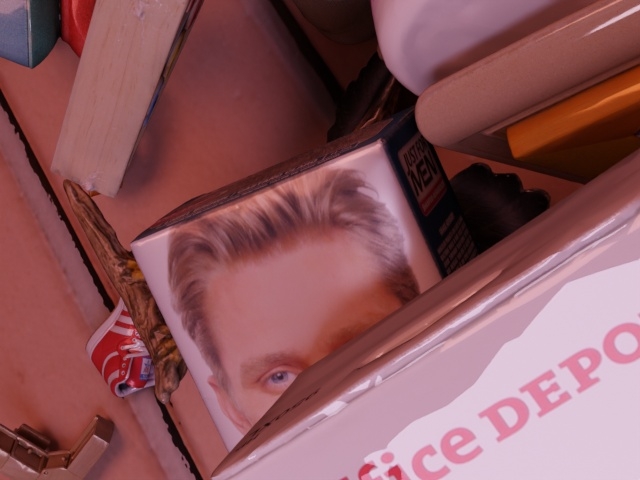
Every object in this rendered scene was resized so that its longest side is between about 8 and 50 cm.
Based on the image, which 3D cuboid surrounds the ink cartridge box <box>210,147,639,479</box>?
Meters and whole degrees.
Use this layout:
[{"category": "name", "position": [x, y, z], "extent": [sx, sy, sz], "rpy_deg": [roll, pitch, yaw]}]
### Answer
[{"category": "ink cartridge box", "position": [0.181, 0.179, 0.777], "extent": [0.285, 0.166, 0.395], "rpy_deg": [-35, 95, 23]}]

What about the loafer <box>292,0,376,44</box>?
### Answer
[{"category": "loafer", "position": [0.059, -0.267, 1.127], "extent": [0.102, 0.092, 0.268], "rpy_deg": [39, 106, 36]}]

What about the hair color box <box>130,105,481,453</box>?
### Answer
[{"category": "hair color box", "position": [0.043, 0.115, 0.943], "extent": [0.174, 0.105, 0.347], "rpy_deg": [-22, 98, 20]}]

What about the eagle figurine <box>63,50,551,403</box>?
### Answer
[{"category": "eagle figurine", "position": [0.001, 0.000, 1.092], "extent": [0.298, 0.225, 0.226], "rpy_deg": [-27, 106, -3]}]

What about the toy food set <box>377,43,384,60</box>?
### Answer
[{"category": "toy food set", "position": [0.132, -0.178, 1.017], "extent": [0.218, 0.071, 0.128], "rpy_deg": [4, 50, 24]}]

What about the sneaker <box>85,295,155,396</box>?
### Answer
[{"category": "sneaker", "position": [-0.142, 0.074, 1.251], "extent": [0.118, 0.042, 0.067], "rpy_deg": [-54, 50, 27]}]

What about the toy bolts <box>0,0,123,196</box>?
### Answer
[{"category": "toy bolts", "position": [-0.236, -0.146, 1.231], "extent": [0.228, 0.159, 0.218], "rpy_deg": [165, 104, -79]}]

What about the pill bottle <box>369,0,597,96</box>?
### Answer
[{"category": "pill bottle", "position": [0.095, -0.240, 0.927], "extent": [0.169, 0.169, 0.301], "rpy_deg": [-29, 54, 30]}]

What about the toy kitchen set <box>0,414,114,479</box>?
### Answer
[{"category": "toy kitchen set", "position": [-0.225, 0.158, 1.289], "extent": [0.075, 0.083, 0.068], "rpy_deg": [-52, 14, 18]}]

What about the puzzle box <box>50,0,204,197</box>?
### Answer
[{"category": "puzzle box", "position": [-0.068, -0.254, 1.053], "extent": [0.272, 0.052, 0.409], "rpy_deg": [126, 167, -62]}]

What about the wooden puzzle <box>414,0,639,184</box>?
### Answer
[{"category": "wooden puzzle", "position": [0.204, -0.078, 0.883], "extent": [0.221, 0.239, 0.044], "rpy_deg": [-24, 66, 33]}]
